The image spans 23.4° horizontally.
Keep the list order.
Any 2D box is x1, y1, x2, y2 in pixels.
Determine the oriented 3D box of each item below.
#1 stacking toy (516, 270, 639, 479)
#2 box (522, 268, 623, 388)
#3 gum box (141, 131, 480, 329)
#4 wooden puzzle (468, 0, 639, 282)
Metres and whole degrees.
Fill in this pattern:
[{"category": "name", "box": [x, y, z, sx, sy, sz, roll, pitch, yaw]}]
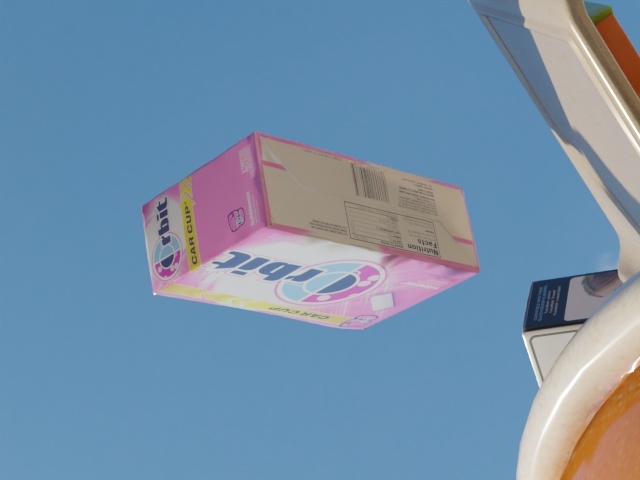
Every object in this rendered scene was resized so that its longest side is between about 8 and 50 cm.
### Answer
[{"category": "stacking toy", "box": [0.135, 0.244, 0.268, 0.350, 0.351, 0.480, 51, -132, -24]}, {"category": "box", "box": [0.349, 0.107, 1.430, 0.290, 0.087, 0.169, -8, -59, 21]}, {"category": "gum box", "box": [0.000, 0.000, 0.947, 0.188, 0.107, 0.062, 12, -121, -41]}, {"category": "wooden puzzle", "box": [0.165, -0.061, 0.863, 0.044, 0.221, 0.238, -30, -75, -1]}]
